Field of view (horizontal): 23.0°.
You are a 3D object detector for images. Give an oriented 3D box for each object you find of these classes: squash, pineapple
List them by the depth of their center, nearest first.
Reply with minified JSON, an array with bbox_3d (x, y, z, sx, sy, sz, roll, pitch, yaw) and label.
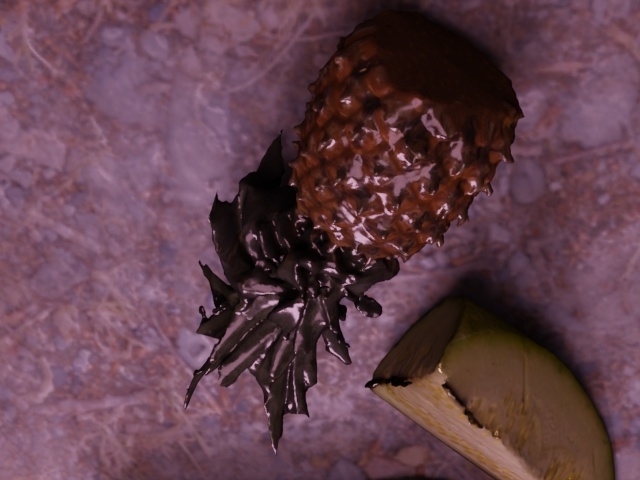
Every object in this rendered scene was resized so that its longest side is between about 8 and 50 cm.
[{"bbox_3d":[-0.003,-0.001,1.181,0.165,0.165,0.364,33,122,-7],"label":"pineapple"},{"bbox_3d":[0.179,0.148,1.247,0.252,0.093,0.169,36,164,-8],"label":"squash"}]
